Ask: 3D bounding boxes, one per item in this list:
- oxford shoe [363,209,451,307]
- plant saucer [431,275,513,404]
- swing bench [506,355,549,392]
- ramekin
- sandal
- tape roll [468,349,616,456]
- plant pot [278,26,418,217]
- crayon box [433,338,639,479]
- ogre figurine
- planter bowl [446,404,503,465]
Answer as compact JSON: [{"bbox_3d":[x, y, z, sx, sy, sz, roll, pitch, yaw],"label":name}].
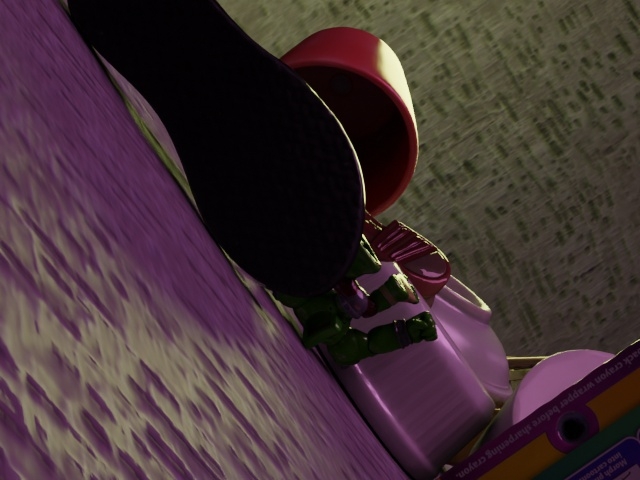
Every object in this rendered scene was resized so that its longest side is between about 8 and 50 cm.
[{"bbox_3d":[0.000,0.000,1.880,0.348,0.130,0.123,37,36,18],"label":"oxford shoe"},{"bbox_3d":[0.139,0.083,2.090,0.400,0.101,0.400,35,6,-4],"label":"plant saucer"},{"bbox_3d":[0.370,0.326,2.453,0.254,0.165,0.253,34,56,-78],"label":"swing bench"},{"bbox_3d":[0.099,0.147,1.702,0.273,0.127,0.273,54,4,-6],"label":"ramekin"},{"bbox_3d":[-0.091,-0.136,1.466,0.446,0.167,0.107,55,8,17],"label":"sandal"},{"bbox_3d":[0.308,0.274,1.677,0.246,0.246,0.169,56,-33,23],"label":"tape roll"},{"bbox_3d":[0.020,-0.193,2.150,0.275,0.275,0.243,54,24,-19],"label":"plant pot"},{"bbox_3d":[0.301,0.275,1.276,0.313,0.363,0.106,56,3,18],"label":"crayon box"},{"bbox_3d":[0.025,0.060,1.534,0.197,0.118,0.097,42,17,-41],"label":"ogre figurine"},{"bbox_3d":[0.222,0.279,2.047,0.217,0.217,0.090,30,63,-82],"label":"planter bowl"}]
